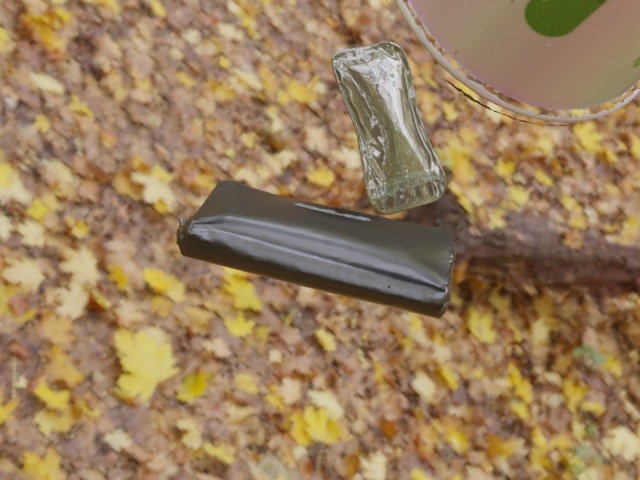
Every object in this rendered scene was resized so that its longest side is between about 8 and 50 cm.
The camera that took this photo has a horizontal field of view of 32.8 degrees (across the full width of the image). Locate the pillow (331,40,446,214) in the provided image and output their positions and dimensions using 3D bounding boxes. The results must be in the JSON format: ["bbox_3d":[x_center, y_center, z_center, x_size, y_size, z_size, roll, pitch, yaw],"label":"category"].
[{"bbox_3d":[0.087,-0.145,1.381,0.130,0.033,0.217,-16,89,-33],"label":"pillow"}]

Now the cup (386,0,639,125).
[{"bbox_3d":[0.207,-0.245,0.734,0.253,0.274,0.253,8,69,-21],"label":"cup"}]

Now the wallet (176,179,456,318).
[{"bbox_3d":[0.000,0.000,0.981,0.250,0.044,0.149,14,25,6],"label":"wallet"}]
